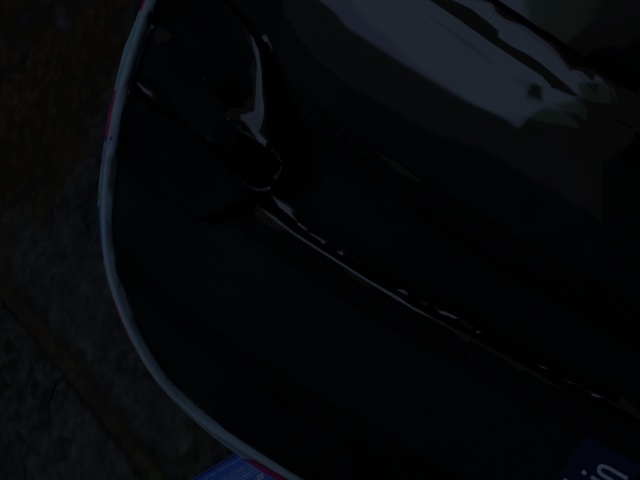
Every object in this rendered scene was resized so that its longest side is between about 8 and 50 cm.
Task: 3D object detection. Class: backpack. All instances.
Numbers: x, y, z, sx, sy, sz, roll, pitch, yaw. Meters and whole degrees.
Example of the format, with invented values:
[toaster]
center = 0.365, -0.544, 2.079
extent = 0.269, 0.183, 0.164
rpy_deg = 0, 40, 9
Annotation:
[backpack]
center = 0.074, -0.013, 0.424
extent = 0.253, 0.191, 0.225
rpy_deg = 26, 120, 8

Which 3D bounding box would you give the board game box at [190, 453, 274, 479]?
[board game box]
center = -0.046, 0.208, 0.662
extent = 0.160, 0.047, 0.210
rpy_deg = -31, 46, 12
